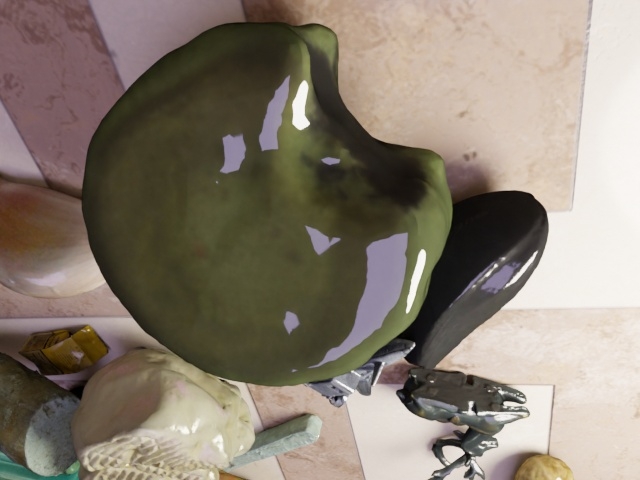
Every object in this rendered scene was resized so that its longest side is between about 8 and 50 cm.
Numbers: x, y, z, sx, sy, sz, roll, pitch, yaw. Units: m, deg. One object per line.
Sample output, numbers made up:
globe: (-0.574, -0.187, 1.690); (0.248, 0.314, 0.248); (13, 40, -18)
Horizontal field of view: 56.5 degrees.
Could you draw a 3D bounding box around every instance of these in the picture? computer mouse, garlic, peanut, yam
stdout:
computer mouse: (0.148, 0.041, 0.706); (0.086, 0.138, 0.270); (17, 132, -22)
garlic: (-0.335, 0.011, 0.798); (0.266, 0.129, 0.149); (8, 131, -2)
peanut: (0.374, 0.456, 1.031); (0.095, 0.108, 0.226); (4, 132, 1)
yam: (-0.534, 0.250, 0.986); (0.330, 0.133, 0.133); (27, 133, 18)

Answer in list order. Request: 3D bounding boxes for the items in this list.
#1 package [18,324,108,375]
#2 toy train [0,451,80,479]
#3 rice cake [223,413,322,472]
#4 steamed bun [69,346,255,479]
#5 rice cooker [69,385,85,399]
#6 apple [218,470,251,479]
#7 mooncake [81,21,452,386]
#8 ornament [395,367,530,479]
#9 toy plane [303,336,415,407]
package: (-0.434, 0.188, 1.004); (0.131, 0.047, 0.071); (-9, 124, 20)
toy train: (-0.618, 0.435, 1.205); (0.298, 0.120, 0.194); (13, 126, 1)
rice cake: (-0.095, 0.373, 1.093); (0.245, 0.045, 0.042); (-30, 116, 31)
steamed bun: (-0.252, 0.290, 0.956); (0.275, 0.206, 0.320); (16, 132, -23)
rice cooker: (-0.435, 0.333, 1.084); (0.165, 0.112, 0.106); (-20, 129, 27)
apple: (-0.199, 0.536, 1.156); (0.209, 0.164, 0.209); (16, 158, 7)
mooncake: (-0.051, -0.031, 0.601); (0.351, 0.187, 0.352); (4, 109, 13)
ornament: (0.200, 0.315, 0.964); (0.202, 0.080, 0.236); (11, 131, -2)
toy plane: (0.037, 0.170, 0.798); (0.212, 0.088, 0.267); (34, 156, -18)
